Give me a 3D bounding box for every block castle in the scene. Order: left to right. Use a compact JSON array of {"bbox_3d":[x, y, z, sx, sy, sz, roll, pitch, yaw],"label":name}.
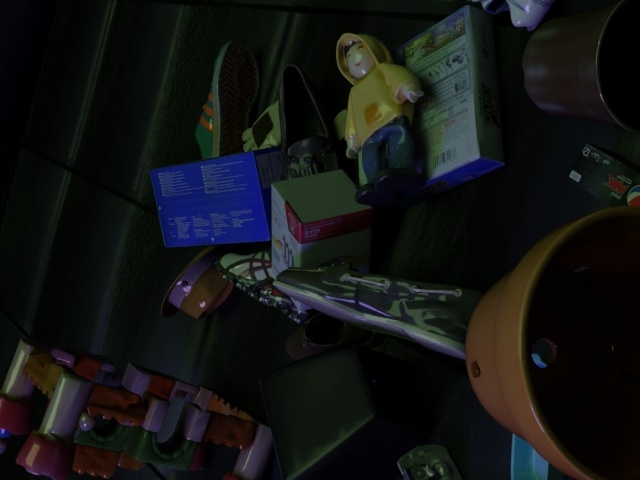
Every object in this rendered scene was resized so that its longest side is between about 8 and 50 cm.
[{"bbox_3d":[-0.333,0.345,1.718,0.303,0.453,0.212,17,86,54],"label":"block castle"}]

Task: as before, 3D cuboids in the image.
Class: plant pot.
[{"bbox_3d":[0.046,0.257,1.453,0.167,0.188,0.187,-39,49,27],"label":"plant pot"},{"bbox_3d":[0.292,0.122,1.077,0.203,0.291,0.290,157,120,-68],"label":"plant pot"},{"bbox_3d":[0.343,-0.211,1.196,0.165,0.167,0.166,13,91,63],"label":"plant pot"}]

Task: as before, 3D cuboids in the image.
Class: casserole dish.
[{"bbox_3d":[0.275,0.236,1.222,0.114,0.037,0.188,141,135,-76],"label":"casserole dish"}]

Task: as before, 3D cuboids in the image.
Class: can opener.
[{"bbox_3d":[0.184,0.399,1.320,0.095,0.076,0.283,89,161,-46],"label":"can opener"}]

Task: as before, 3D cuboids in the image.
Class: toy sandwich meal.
[{"bbox_3d":[0.051,-0.188,1.702,0.086,0.029,0.085,-22,63,50],"label":"toy sandwich meal"}]

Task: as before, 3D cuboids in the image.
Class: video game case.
[{"bbox_3d":[0.161,-0.191,1.520,0.270,0.061,0.244,-23,63,50],"label":"video game case"}]

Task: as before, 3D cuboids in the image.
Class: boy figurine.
[{"bbox_3d":[0.091,-0.199,1.490,0.177,0.092,0.285,-33,58,48],"label":"boy figurine"}]

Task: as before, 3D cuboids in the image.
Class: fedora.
[{"bbox_3d":[-0.226,0.093,1.937,0.079,0.194,0.194,40,119,10],"label":"fedora"}]

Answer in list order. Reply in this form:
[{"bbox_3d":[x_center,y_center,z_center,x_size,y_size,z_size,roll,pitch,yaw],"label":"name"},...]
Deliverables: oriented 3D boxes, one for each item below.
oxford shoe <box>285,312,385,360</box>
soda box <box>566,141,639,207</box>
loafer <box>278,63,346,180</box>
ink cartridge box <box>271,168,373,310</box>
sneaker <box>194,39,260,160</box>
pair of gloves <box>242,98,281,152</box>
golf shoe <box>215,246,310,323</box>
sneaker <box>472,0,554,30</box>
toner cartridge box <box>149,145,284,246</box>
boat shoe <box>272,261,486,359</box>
[{"bbox_3d":[0.000,0.150,1.616,0.227,0.096,0.082,-28,59,50],"label":"oxford shoe"},{"bbox_3d":[0.375,-0.057,1.177,0.169,0.060,0.053,47,117,51],"label":"soda box"},{"bbox_3d":[-0.028,-0.173,1.714,0.109,0.095,0.302,-15,61,5],"label":"loafer"},{"bbox_3d":[0.000,0.000,1.580,0.128,0.127,0.176,-127,30,-48],"label":"ink cartridge box"},{"bbox_3d":[-0.203,-0.256,2.013,0.121,0.108,0.302,-4,78,50],"label":"sneaker"},{"bbox_3d":[-0.073,-0.165,1.861,0.204,0.042,0.240,-41,50,41],"label":"pair of gloves"},{"bbox_3d":[-0.086,0.058,1.784,0.273,0.105,0.120,22,80,51],"label":"golf shoe"},{"bbox_3d":[0.244,-0.408,1.436,0.297,0.111,0.129,56,130,48],"label":"sneaker"},{"bbox_3d":[-0.192,-0.078,1.888,0.348,0.075,0.165,-3,99,49],"label":"toner cartridge box"},{"bbox_3d":[0.089,0.082,1.441,0.335,0.112,0.095,17,76,29],"label":"boat shoe"}]
